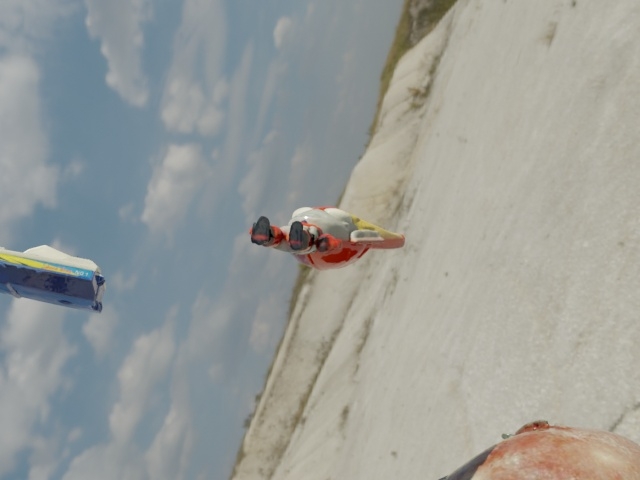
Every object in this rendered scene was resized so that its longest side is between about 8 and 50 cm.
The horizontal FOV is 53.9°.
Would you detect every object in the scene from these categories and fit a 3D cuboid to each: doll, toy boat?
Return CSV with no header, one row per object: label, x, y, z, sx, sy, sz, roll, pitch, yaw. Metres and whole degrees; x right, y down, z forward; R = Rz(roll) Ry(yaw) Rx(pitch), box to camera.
doll,0.000,0.000,0.538,0.169,0.109,0.057,-13,-75,-67
toy boat,-0.511,0.046,1.053,0.129,0.295,0.088,119,162,-67

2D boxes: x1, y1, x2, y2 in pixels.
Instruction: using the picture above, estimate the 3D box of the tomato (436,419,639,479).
tomato,0.232,0.333,0.614,0.282,0.317,0.316,-117,29,-47
